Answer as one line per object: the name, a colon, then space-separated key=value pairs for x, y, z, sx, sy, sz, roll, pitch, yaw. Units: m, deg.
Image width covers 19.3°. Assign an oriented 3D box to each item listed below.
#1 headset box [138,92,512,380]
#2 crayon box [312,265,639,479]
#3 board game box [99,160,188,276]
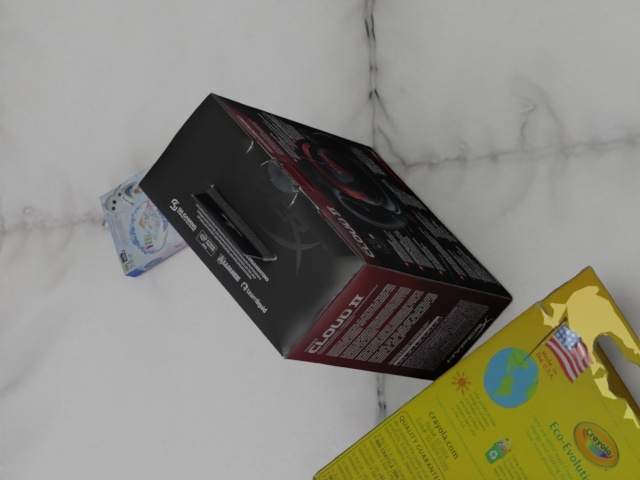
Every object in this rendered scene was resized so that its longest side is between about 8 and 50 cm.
headset box: x=0.000 y=0.000 z=1.597 sx=0.110 sy=0.293 sz=0.218 roll=-50 pitch=62 yaw=15
crayon box: x=0.170 y=0.195 z=1.586 sx=0.318 sy=0.081 sz=0.202 roll=-39 pitch=64 yaw=22
board game box: x=-0.169 y=-0.023 z=1.868 sx=0.090 sy=0.020 sz=0.090 roll=-30 pitch=68 yaw=25
